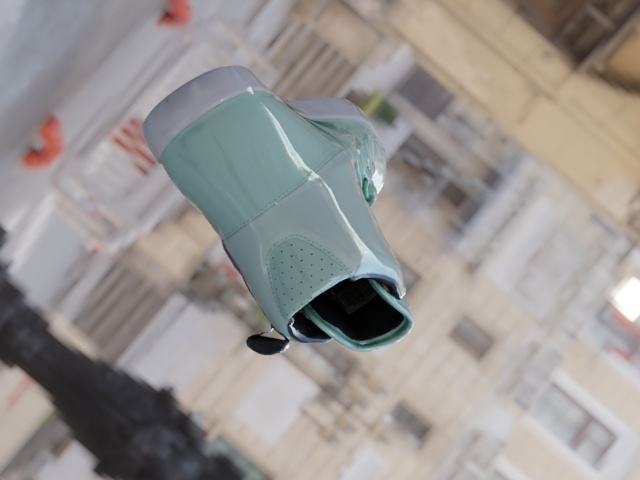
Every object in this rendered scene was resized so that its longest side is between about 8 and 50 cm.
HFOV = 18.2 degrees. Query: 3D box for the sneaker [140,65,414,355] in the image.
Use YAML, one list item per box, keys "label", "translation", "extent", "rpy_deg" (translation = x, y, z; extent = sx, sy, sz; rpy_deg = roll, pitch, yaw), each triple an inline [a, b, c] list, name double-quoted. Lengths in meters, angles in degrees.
- label: "sneaker"
  translation: [-0.001, 0.000, 1.073]
  extent: [0.094, 0.151, 0.256]
  rpy_deg: [-35, 167, 14]
